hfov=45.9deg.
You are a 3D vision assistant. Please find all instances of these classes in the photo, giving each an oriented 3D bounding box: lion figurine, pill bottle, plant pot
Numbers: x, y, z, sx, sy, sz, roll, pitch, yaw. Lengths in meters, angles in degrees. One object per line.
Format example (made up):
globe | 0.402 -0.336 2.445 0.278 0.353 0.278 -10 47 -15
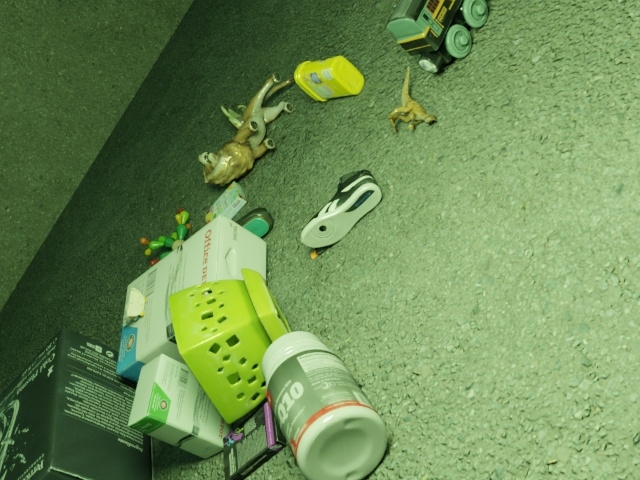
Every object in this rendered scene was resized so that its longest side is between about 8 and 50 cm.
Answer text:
lion figurine | -0.213 -0.337 2.324 0.240 0.142 0.392 -29 25 49
pill bottle | -0.006 0.293 1.366 0.161 0.161 0.283 -51 31 6
plant pot | -0.171 0.206 1.599 0.207 0.227 0.228 -26 32 -2

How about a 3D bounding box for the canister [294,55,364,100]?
canister | 0.025 -0.444 2.080 0.169 0.126 0.073 6 65 53

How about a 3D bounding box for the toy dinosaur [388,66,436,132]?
toy dinosaur | 0.209 -0.309 1.774 0.112 0.064 0.212 -31 44 5

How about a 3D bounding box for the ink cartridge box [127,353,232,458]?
ink cartridge box | -0.298 0.365 1.654 0.087 0.208 0.153 -35 35 35

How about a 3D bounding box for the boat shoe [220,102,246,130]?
boat shoe | -0.272 -0.416 2.513 0.073 0.080 0.223 -40 31 2

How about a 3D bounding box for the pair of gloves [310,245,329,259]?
pair of gloves | 0.000 0.000 1.791 0.074 0.010 0.083 -39 35 24

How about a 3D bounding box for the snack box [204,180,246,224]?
snack box | -0.283 -0.096 2.247 0.141 0.037 0.100 -46 33 14

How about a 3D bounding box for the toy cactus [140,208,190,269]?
toy cactus | -0.460 0.004 2.349 0.180 0.112 0.219 20 68 48

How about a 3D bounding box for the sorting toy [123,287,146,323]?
sorting toy | -0.479 0.176 1.913 0.075 0.044 0.083 -39 39 39

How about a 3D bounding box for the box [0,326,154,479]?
box | -0.673 0.570 1.894 0.480 0.297 0.472 -45 34 16

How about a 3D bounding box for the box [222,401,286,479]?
box | -0.139 0.415 1.561 0.162 0.029 0.116 -41 32 20

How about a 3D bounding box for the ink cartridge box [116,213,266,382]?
ink cartridge box | -0.323 0.164 1.910 0.395 0.166 0.286 -34 41 30

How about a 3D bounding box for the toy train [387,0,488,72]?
toy train | 0.292 -0.561 1.761 0.142 0.190 0.334 9 68 56

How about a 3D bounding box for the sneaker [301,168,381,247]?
sneaker | 0.043 -0.078 1.753 0.216 0.079 0.121 -36 31 14

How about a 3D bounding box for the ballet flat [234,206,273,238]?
ballet flat | -0.240 0.000 2.055 0.280 0.095 0.096 -31 27 18
